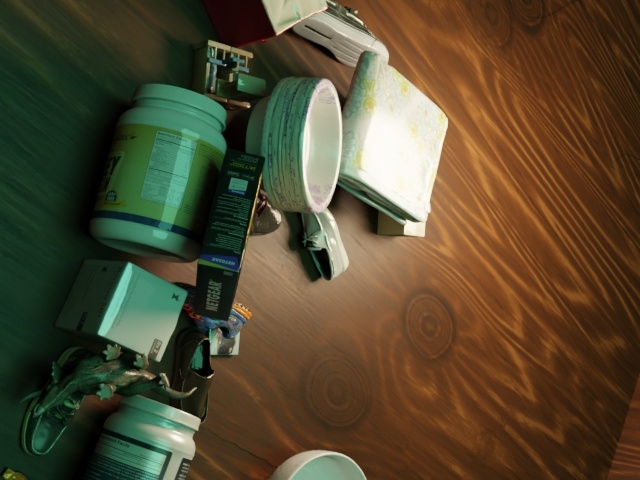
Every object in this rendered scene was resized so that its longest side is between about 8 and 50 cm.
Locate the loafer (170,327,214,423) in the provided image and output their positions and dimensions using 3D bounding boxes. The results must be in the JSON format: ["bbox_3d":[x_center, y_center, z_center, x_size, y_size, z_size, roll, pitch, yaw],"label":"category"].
[{"bbox_3d":[-0.275,0.304,1.757,0.080,0.078,0.220,-3,92,-42],"label":"loafer"}]

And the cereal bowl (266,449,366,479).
[{"bbox_3d":[-0.038,0.666,1.934,0.339,0.141,0.339,-1,91,-42],"label":"cereal bowl"}]

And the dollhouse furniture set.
[{"bbox_3d":[-0.181,-0.367,1.768,0.129,0.184,0.129,6,86,-42],"label":"dollhouse furniture set"}]

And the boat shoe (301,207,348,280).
[{"bbox_3d":[-0.001,0.000,2.006,0.081,0.079,0.227,-45,122,-38],"label":"boat shoe"}]

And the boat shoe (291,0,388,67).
[{"bbox_3d":[0.059,-0.537,2.029,0.335,0.121,0.119,20,66,-47],"label":"boat shoe"}]

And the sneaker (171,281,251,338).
[{"bbox_3d":[-0.254,0.155,1.768,0.221,0.083,0.087,27,80,-28],"label":"sneaker"}]

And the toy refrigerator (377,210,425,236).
[{"bbox_3d":[0.229,-0.146,2.201,0.094,0.102,0.269,5,86,-42],"label":"toy refrigerator"}]

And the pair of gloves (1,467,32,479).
[{"bbox_3d":[-0.586,0.476,1.520,0.074,0.010,0.083,50,62,-32],"label":"pair of gloves"}]

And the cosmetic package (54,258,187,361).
[{"bbox_3d":[-0.390,0.135,1.580,0.151,0.184,0.151,33,68,-38],"label":"cosmetic package"}]

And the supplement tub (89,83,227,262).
[{"bbox_3d":[-0.316,-0.130,1.617,0.228,0.228,0.316,22,75,-40],"label":"supplement tub"}]

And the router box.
[{"bbox_3d":[-0.185,-0.002,1.605,0.081,0.309,0.243,13,67,-5],"label":"router box"}]

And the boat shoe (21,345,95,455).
[{"bbox_3d":[-0.500,0.310,1.554,0.080,0.073,0.223,37,66,-36],"label":"boat shoe"}]

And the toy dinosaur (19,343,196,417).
[{"bbox_3d":[-0.385,0.254,1.518,0.314,0.160,0.121,-1,83,-41],"label":"toy dinosaur"}]

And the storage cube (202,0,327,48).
[{"bbox_3d":[-0.133,-0.557,1.807,0.184,0.193,0.215,-38,114,-36],"label":"storage cube"}]

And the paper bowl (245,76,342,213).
[{"bbox_3d":[-0.059,-0.201,1.704,0.284,0.148,0.284,4,90,-73],"label":"paper bowl"}]

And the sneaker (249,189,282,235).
[{"bbox_3d":[-0.161,-0.085,1.802,0.281,0.162,0.106,26,73,-39],"label":"sneaker"}]

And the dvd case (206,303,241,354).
[{"bbox_3d":[-0.222,0.202,1.850,0.087,0.013,0.119,9,83,-42],"label":"dvd case"}]

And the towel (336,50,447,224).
[{"bbox_3d":[0.174,-0.239,2.002,0.374,0.090,0.320,29,69,-46],"label":"towel"}]

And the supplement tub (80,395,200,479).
[{"bbox_3d":[-0.365,0.458,1.600,0.191,0.191,0.272,34,68,-37],"label":"supplement tub"}]
